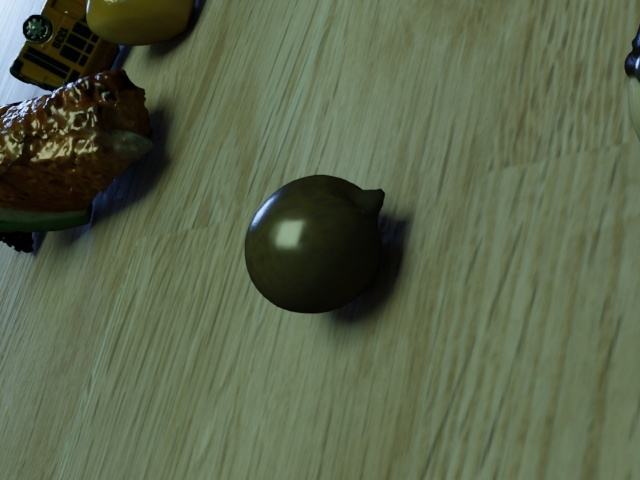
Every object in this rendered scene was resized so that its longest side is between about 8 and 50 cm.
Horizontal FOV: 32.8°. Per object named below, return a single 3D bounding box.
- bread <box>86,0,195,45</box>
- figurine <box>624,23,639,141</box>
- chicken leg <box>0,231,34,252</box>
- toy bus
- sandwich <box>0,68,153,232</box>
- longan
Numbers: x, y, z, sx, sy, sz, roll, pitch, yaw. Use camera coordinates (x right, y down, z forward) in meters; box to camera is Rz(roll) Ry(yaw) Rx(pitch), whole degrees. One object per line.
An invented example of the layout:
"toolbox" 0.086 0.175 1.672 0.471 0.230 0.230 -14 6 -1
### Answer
"bread" -0.205 -0.335 1.287 0.147 0.098 0.217 -1 64 20
"figurine" 0.255 -0.190 0.460 0.306 0.241 0.411 -138 58 -81
"chicken leg" -0.385 -0.072 1.406 0.105 0.063 0.234 -30 41 34
"toy bus" -0.307 -0.278 1.399 0.201 0.114 0.098 -63 4 -3
"sandwich" -0.294 -0.092 1.216 0.301 0.250 0.162 -2 107 45
"longan" 0.000 0.000 0.769 0.113 0.092 0.113 -32 21 14
